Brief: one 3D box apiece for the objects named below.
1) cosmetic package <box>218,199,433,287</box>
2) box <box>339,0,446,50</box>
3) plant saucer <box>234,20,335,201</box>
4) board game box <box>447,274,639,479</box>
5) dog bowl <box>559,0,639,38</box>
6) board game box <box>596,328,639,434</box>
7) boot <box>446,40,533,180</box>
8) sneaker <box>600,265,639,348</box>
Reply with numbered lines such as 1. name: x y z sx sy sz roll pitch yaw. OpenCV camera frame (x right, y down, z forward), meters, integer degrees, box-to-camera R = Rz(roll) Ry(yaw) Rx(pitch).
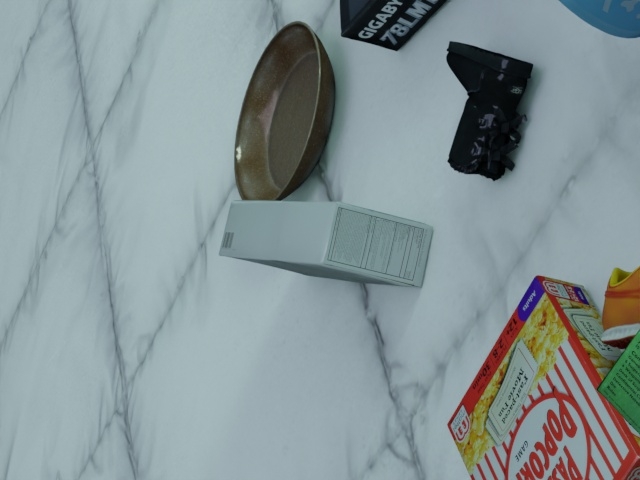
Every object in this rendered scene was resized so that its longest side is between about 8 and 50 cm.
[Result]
1. cosmetic package: 0.000 0.000 1.491 0.239 0.099 0.060 4 79 65
2. box: 0.109 -0.368 1.476 0.293 0.073 0.295 -42 43 53
3. plant saucer: -0.032 -0.125 1.693 0.198 0.036 0.198 -41 42 51
4. board game box: 0.165 0.140 1.132 0.146 0.045 0.193 -64 28 27
5. dog bowl: 0.184 -0.284 1.144 0.074 0.166 0.297 -35 58 39
6. board game box: 0.263 0.116 0.828 0.259 0.030 0.136 49 128 29
7. boot: 0.127 -0.106 1.339 0.121 0.045 0.099 35 113 63
8. sneaker: 0.229 0.032 1.027 0.175 0.064 0.067 -11 71 63
